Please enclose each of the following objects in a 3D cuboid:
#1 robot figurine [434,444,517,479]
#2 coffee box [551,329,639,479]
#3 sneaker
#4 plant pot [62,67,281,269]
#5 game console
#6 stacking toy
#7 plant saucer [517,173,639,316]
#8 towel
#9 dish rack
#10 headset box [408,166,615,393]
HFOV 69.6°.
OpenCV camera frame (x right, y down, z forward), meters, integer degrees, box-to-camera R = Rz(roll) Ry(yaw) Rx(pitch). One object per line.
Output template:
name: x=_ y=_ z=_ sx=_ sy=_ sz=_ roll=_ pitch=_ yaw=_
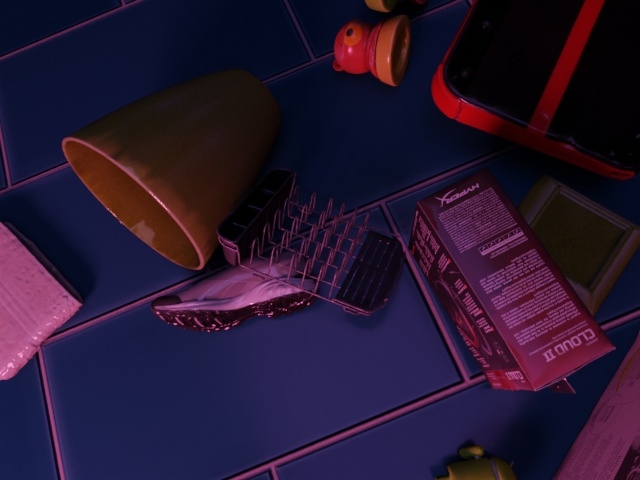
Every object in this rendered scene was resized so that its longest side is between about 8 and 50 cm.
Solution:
robot figurine: x=0.222 y=0.344 z=0.647 sx=0.115 sy=0.067 sz=0.101 roll=-12 pitch=64 yaw=3
coffee box: x=0.503 y=0.299 z=0.483 sx=0.338 sy=0.334 sz=0.338 roll=34 pitch=78 yaw=17
sneaker: x=-0.144 y=0.082 z=0.768 sx=0.272 sy=0.100 sz=0.108 roll=-12 pitch=63 yaw=-3
plant pot: x=-0.205 y=-0.149 z=0.772 sx=0.275 sy=0.274 sz=0.293 roll=32 pitch=64 yaw=15
game console: x=0.401 y=-0.321 z=0.755 sx=0.342 sy=0.060 sz=0.386 roll=26 pitch=79 yaw=9
stacking toy: x=0.097 y=-0.469 z=0.811 sx=0.130 sy=0.279 sz=0.309 roll=14 pitch=77 yaw=23
plant saucer: x=0.399 y=0.001 z=0.740 sx=0.188 sy=0.045 sz=0.188 roll=35 pitch=80 yaw=16
towel: x=-0.583 y=0.093 z=0.841 sx=0.282 sy=0.049 sz=0.187 roll=40 pitch=83 yaw=16
dish rack: x=0.000 y=0.000 z=0.730 sx=0.272 sy=0.074 sz=0.208 roll=21 pitch=45 yaw=11
headset box: x=0.246 y=0.079 z=0.645 sx=0.110 sy=0.218 sz=0.293 roll=-27 pitch=71 yaw=-1
